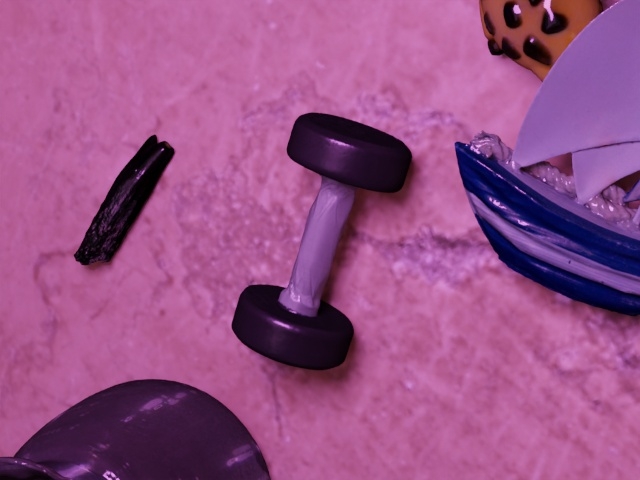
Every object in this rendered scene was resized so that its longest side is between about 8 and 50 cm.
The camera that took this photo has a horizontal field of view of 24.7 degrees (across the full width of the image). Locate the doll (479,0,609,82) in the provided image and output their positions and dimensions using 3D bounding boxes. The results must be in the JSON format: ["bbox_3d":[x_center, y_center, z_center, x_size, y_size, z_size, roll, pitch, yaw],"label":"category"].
[{"bbox_3d":[0.118,-0.242,1.108,0.117,0.086,0.291,-43,76,39],"label":"doll"}]

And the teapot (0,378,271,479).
[{"bbox_3d":[-0.226,0.247,1.204,0.305,0.285,0.223,-10,90,25],"label":"teapot"}]

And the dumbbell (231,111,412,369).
[{"bbox_3d":[0.000,0.000,1.177,0.100,0.100,0.191,22,104,22],"label":"dumbbell"}]

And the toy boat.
[{"bbox_3d":[0.243,-0.067,1.054,0.210,0.070,0.291,43,114,-8],"label":"toy boat"}]

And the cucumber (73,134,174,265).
[{"bbox_3d":[-0.176,-0.035,1.295,0.033,0.034,0.134,38,109,23],"label":"cucumber"}]
